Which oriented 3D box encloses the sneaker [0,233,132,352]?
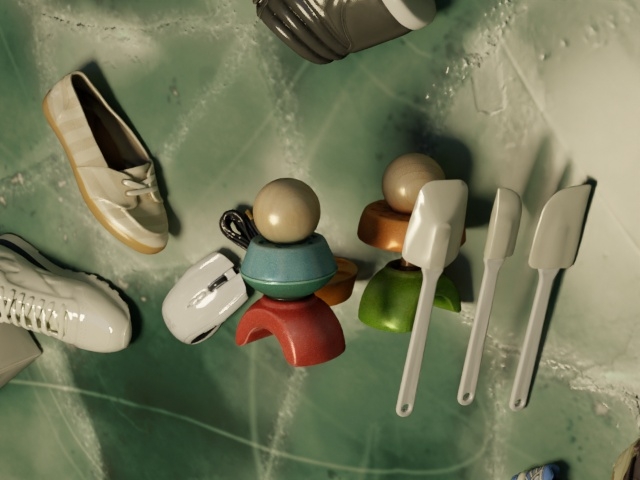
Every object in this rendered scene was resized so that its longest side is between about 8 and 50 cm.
[{"bbox_3d":[-0.320,0.074,1.702,0.235,0.095,0.090,22,114,25],"label":"sneaker"}]

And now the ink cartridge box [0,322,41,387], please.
[{"bbox_3d":[-0.487,0.101,1.775,0.171,0.168,0.233,-38,82,36],"label":"ink cartridge box"}]

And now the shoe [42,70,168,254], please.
[{"bbox_3d":[-0.225,-0.084,1.601,0.058,0.076,0.219,-41,78,40],"label":"shoe"}]

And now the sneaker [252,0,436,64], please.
[{"bbox_3d":[-0.027,-0.294,1.386,0.147,0.104,0.296,-30,91,31],"label":"sneaker"}]

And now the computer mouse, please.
[{"bbox_3d":[-0.113,0.053,1.588,0.193,0.042,0.106,-43,80,35],"label":"computer mouse"}]

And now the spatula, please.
[{"bbox_3d":[0.146,0.056,1.366,0.019,0.168,0.242,-125,39,-55],"label":"spatula"}]

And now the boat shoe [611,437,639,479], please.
[{"bbox_3d":[0.290,0.215,1.228,0.103,0.285,0.092,26,112,6],"label":"boat shoe"}]

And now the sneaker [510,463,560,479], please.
[{"bbox_3d":[0.236,0.272,1.418,0.058,0.052,0.135,-38,82,31],"label":"sneaker"}]

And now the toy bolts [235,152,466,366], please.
[{"bbox_3d":[0.000,0.000,1.391,0.218,0.228,0.158,13,112,38],"label":"toy bolts"}]
